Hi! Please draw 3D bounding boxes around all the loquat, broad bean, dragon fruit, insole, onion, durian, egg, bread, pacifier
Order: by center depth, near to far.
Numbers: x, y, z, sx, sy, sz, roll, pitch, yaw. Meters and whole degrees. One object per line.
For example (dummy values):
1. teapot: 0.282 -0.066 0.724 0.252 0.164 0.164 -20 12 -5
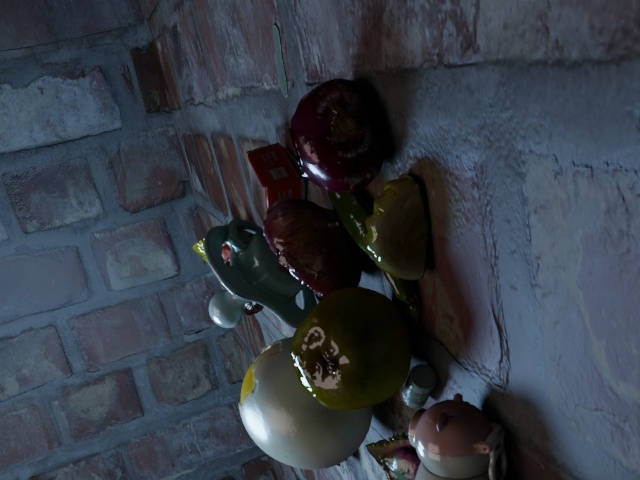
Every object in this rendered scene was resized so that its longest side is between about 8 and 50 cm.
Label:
1. bread: 0.107 -0.010 0.899 0.083 0.094 0.157 30 143 60
2. onion: 0.014 -0.150 0.970 0.198 0.136 0.173 125 128 -71
3. broad bean: 0.082 -0.003 1.039 0.318 0.056 0.098 64 162 19
4. loquat: 0.065 0.185 1.062 0.214 0.246 0.213 0 90 32
5. durian: 0.190 0.405 1.091 0.108 0.119 0.186 -47 68 28
6. onion: 0.000 0.000 1.158 0.230 0.163 0.230 40 -170 -8
7. insole: -0.084 -0.371 1.274 0.053 0.002 0.152 -129 27 -50
8. egg: -0.028 0.361 1.355 0.345 0.283 0.282 14 121 66
9. pacifier: -0.172 0.106 1.500 0.343 0.269 0.288 38 -154 -26
10. dragon fruit: -0.271 0.009 2.036 0.137 0.135 0.235 83 178 -49

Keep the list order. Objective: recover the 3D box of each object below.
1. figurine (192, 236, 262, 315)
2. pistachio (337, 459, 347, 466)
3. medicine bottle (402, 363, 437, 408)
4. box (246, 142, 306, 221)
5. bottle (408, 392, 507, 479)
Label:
1. figurine: -0.302 0.124 2.195 0.315 0.168 0.187 60 -156 10
2. pistachio: -0.019 0.511 1.713 0.260 0.163 0.213 56 -179 7
3. medicine bottle: 0.166 0.248 1.039 0.083 0.047 0.047 97 150 -53
4. box: -0.098 -0.113 1.419 0.182 0.099 0.133 89 156 -48
5. bottle: 0.199 0.342 0.886 0.147 0.148 0.236 -162 63 -69
